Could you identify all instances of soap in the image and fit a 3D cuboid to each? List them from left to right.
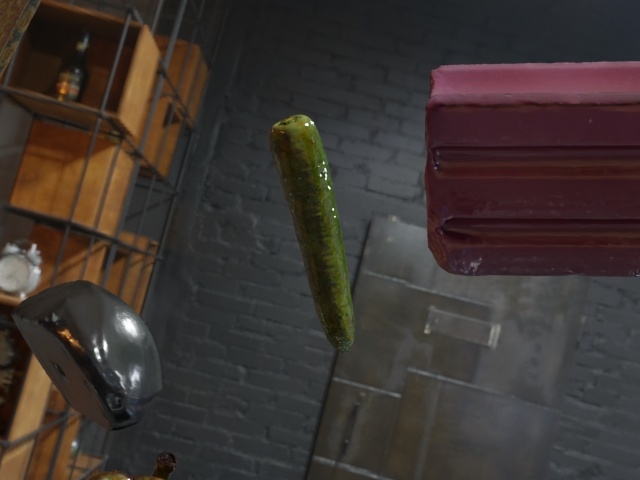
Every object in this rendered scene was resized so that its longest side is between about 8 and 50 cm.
[{"bbox_3d":[0.299,-0.075,0.925,0.359,0.233,0.128,1,34,7],"label":"soap"}]

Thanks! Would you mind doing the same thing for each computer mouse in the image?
[{"bbox_3d":[-0.217,0.105,0.790,0.269,0.086,0.138,-6,-66,60],"label":"computer mouse"}]

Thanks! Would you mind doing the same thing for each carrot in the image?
[{"bbox_3d":[0.000,0.000,1.146,0.074,0.359,0.074,-13,19,4],"label":"carrot"}]

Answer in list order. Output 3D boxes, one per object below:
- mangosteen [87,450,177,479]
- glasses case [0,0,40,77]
[{"bbox_3d":[-0.282,0.428,1.197,0.211,0.250,0.211,25,-22,11],"label":"mangosteen"},{"bbox_3d":[-0.127,-0.160,0.327,0.075,0.218,0.049,39,22,2],"label":"glasses case"}]
